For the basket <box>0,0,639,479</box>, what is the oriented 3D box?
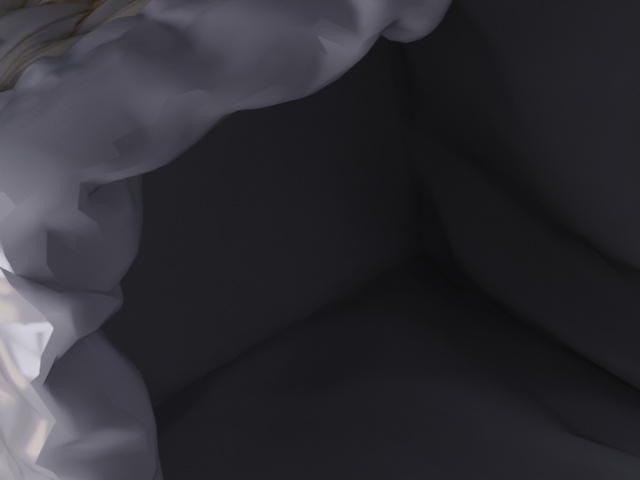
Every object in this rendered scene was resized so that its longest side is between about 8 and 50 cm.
[{"bbox_3d":[0.000,0.000,0.583,0.266,0.328,0.331,30,142,41],"label":"basket"}]
